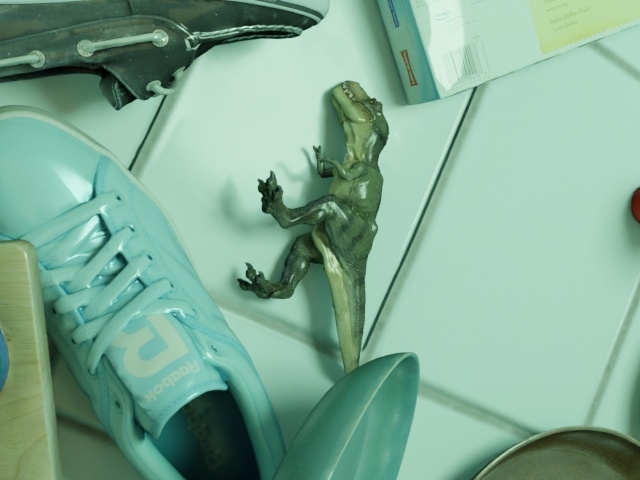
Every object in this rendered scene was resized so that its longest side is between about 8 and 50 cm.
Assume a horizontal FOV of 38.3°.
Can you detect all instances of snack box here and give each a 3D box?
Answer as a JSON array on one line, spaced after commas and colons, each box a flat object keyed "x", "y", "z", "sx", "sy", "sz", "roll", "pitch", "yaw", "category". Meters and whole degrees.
[{"x": 0.196, "y": -0.259, "z": 0.818, "sx": 0.322, "sy": 0.060, "sz": 0.187, "roll": -22, "pitch": 101, "yaw": -20, "category": "snack box"}]

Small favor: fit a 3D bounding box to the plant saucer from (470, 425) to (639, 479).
[{"x": 0.217, "y": 0.322, "z": 0.861, "sx": 0.311, "sy": 0.050, "sz": 0.310, "roll": -1, "pitch": 94, "yaw": -23, "category": "plant saucer"}]

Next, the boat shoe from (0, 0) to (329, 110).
[{"x": -0.137, "y": -0.145, "z": 0.659, "sx": 0.301, "sy": 0.108, "sz": 0.102, "roll": -5, "pitch": 94, "yaw": -20, "category": "boat shoe"}]

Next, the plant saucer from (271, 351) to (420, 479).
[{"x": -0.004, "y": 0.223, "z": 0.663, "sx": 0.044, "sy": 0.317, "sz": 0.317, "roll": 20, "pitch": 83, "yaw": 17, "category": "plant saucer"}]

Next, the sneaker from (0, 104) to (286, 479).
[{"x": -0.122, "y": 0.060, "z": 0.650, "sx": 0.135, "sy": 0.150, "sz": 0.366, "roll": -39, "pitch": 106, "yaw": -18, "category": "sneaker"}]

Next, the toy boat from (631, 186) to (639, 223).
[{"x": 0.413, "y": 0.074, "z": 0.878, "sx": 0.267, "sy": 0.148, "sz": 0.318, "roll": -37, "pitch": 106, "yaw": -17, "category": "toy boat"}]

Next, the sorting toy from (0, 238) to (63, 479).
[{"x": -0.301, "y": 0.139, "z": 0.564, "sx": 0.257, "sy": 0.089, "sz": 0.255, "roll": -5, "pitch": 95, "yaw": -1, "category": "sorting toy"}]

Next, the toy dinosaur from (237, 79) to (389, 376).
[{"x": 0.000, "y": 0.000, "z": 0.750, "sx": 0.118, "sy": 0.064, "sz": 0.268, "roll": 1, "pitch": 95, "yaw": -30, "category": "toy dinosaur"}]
